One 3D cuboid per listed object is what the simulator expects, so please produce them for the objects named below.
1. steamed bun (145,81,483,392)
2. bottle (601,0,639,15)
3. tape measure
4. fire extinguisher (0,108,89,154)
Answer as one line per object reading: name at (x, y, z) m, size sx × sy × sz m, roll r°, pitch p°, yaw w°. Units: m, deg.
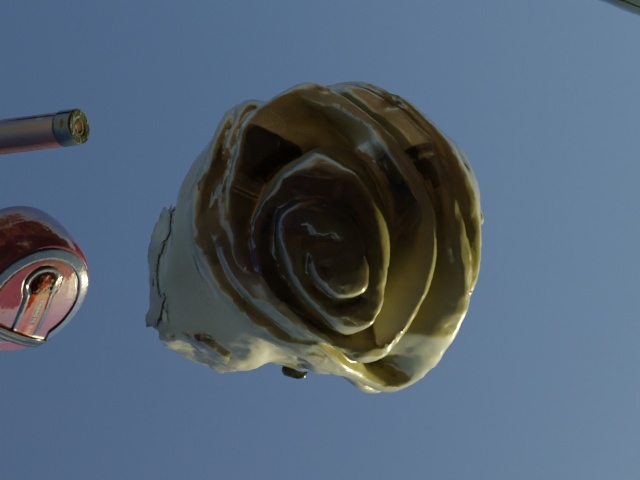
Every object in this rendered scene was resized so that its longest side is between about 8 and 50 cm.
steamed bun at (0.000, 0.000, 1.475) m, size 0.394 × 0.237 × 0.346 m, roll -34°, pitch -99°, yaw -9°
bottle at (0.126, -0.202, 0.381) m, size 0.143 × 0.271 × 0.156 m, roll 5°, pitch -146°, yaw -44°
tape measure at (-0.251, 0.032, 1.139) m, size 0.125 × 0.118 × 0.074 m, roll -1°, pitch -144°, yaw -45°
fire extinguisher at (-0.178, -0.061, 0.845) m, size 0.022 × 0.083 × 0.028 m, roll 59°, pitch -146°, yaw -47°
